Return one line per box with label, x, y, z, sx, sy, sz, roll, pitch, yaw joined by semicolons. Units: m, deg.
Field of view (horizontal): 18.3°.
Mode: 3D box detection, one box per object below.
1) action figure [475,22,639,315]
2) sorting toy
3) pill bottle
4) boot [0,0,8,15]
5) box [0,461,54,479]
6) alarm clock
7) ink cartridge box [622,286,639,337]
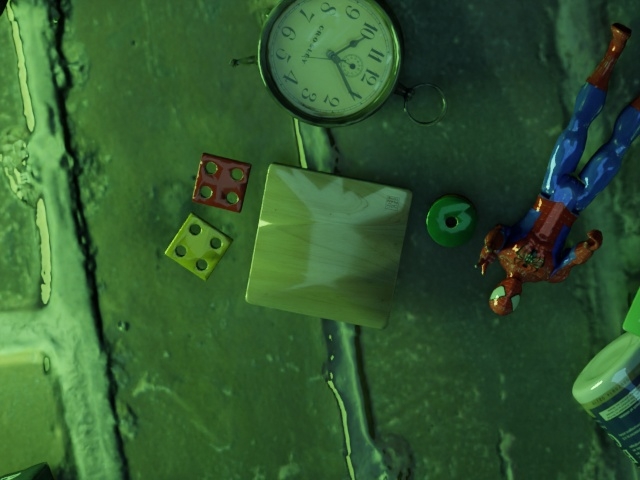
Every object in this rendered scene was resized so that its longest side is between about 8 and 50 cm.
action figure;0.221;-0.047;1.751;0.091;0.139;0.280;28;105;0
sorting toy;0.000;0.000;1.822;0.274;0.046;0.132;11;102;3
pill bottle;0.316;0.168;1.803;0.094;0.094;0.169;-42;95;12
boot;-0.370;-0.366;1.761;0.338;0.118;0.223;31;99;-12
box;-0.450;0.459;1.735;0.471;0.480;0.297;-18;99;8
alarm clock;0.027;-0.159;1.778;0.192;0.064;0.129;30;102;1
ink cartridge box;0.383;0.005;1.734;0.160;0.092;0.219;26;112;15
